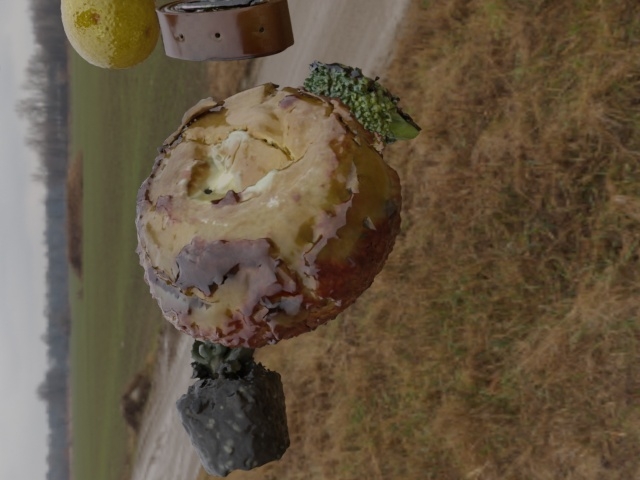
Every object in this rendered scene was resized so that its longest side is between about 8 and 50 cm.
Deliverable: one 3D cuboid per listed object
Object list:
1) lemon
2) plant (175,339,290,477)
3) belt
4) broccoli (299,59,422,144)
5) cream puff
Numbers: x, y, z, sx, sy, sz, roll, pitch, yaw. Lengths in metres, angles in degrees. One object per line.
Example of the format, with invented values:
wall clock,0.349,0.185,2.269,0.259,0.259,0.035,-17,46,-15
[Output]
lemon,-0.486,-0.525,1.712,0.253,0.228,0.228,88,170,-55
plant,-0.196,0.337,1.618,0.213,0.215,0.312,-27,-75,-76
belt,-0.176,-0.398,1.369,0.184,0.262,0.105,-57,-36,-56
broccoli,0.059,-0.210,1.436,0.242,0.273,0.180,14,76,55
cream puff,-0.060,-0.016,0.889,0.228,0.350,0.350,63,-175,-46
